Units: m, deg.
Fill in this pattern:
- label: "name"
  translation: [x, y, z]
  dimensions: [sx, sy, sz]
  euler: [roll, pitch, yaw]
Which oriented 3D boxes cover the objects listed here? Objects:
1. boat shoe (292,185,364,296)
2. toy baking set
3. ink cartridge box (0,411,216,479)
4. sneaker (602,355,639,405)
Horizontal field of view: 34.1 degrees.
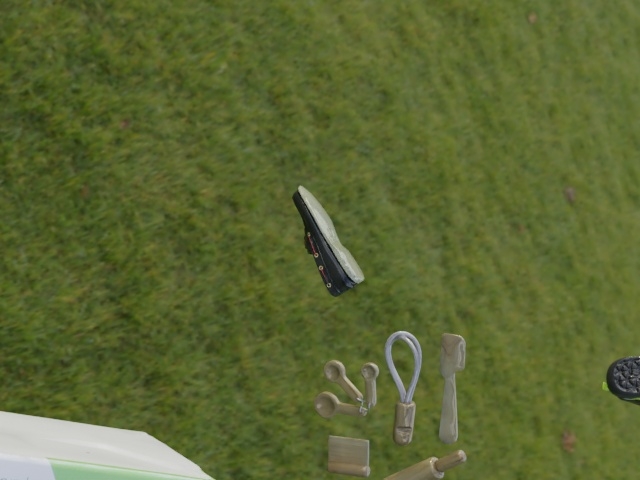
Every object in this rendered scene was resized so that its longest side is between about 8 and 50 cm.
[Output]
- label: "boat shoe"
  translation: [-0.001, 0.000, 1.152]
  dimensions: [0.133, 0.042, 0.049]
  euler: [61, 19, 18]
- label: "toy baking set"
  translation: [0.094, 0.225, 1.329]
  dimensions: [0.030, 0.256, 0.197]
  euler: [-19, 83, -61]
- label: "ink cartridge box"
  translation: [-0.208, 0.281, 0.591]
  dimensions: [0.207, 0.119, 0.354]
  euler: [16, 88, -33]
- label: "sneaker"
  translation: [0.543, 0.213, 1.561]
  dimensions: [0.097, 0.234, 0.084]
  euler: [55, 43, -59]
